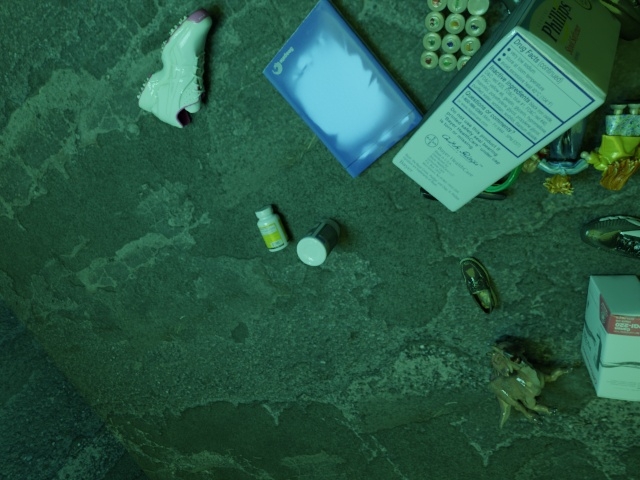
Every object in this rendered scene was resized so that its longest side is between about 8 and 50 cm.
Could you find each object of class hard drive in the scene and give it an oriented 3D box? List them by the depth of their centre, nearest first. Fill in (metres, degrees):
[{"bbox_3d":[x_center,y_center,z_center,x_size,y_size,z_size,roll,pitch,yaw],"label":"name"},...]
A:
[{"bbox_3d":[0.047,-0.324,0.898,0.210,0.040,0.319,-37,99,32],"label":"hard drive"}]

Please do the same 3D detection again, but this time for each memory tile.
[{"bbox_3d":[0.249,-0.389,0.764,0.113,0.012,0.148,18,144,20],"label":"memory tile"}]

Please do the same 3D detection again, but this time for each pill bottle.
[{"bbox_3d":[0.000,0.000,1.028,0.078,0.137,0.078,9,118,18],"label":"pill bottle"},{"bbox_3d":[-0.133,-0.034,1.106,0.065,0.065,0.117,-12,111,26],"label":"pill bottle"}]

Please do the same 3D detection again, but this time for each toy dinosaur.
[{"bbox_3d":[0.488,0.356,1.038,0.200,0.127,0.296,27,135,15],"label":"toy dinosaur"}]

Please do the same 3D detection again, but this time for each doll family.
[{"bbox_3d":[0.490,-0.168,0.758,0.262,0.118,0.163,4,115,22],"label":"doll family"}]

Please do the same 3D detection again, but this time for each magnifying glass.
[{"bbox_3d":[0.386,-0.188,0.784,0.231,0.026,0.092,-59,46,44],"label":"magnifying glass"}]

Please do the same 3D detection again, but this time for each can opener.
[{"bbox_3d":[0.315,-0.121,0.899,0.185,0.073,0.059,4,79,16],"label":"can opener"}]

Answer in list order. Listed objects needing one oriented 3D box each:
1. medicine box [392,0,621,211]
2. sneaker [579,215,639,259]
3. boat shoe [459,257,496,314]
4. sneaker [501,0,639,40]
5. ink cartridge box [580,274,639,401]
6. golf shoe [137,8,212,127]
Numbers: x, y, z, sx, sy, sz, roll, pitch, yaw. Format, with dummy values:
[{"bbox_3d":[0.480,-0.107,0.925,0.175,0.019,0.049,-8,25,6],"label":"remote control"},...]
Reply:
[{"bbox_3d":[0.294,-0.235,0.667,0.149,0.264,0.289,39,145,-3],"label":"medicine box"},{"bbox_3d":[0.647,0.012,0.798,0.234,0.106,0.078,14,119,14],"label":"sneaker"},{"bbox_3d":[0.386,0.112,0.986,0.056,0.049,0.152,-27,103,31],"label":"boat shoe"},{"bbox_3d":[0.401,-0.406,0.693,0.286,0.109,0.130,36,132,10],"label":"sneaker"},{"bbox_3d":[0.636,0.205,0.872,0.092,0.159,0.218,-2,115,21],"label":"ink cartridge box"},{"bbox_3d":[-0.319,-0.400,0.975,0.140,0.115,0.306,40,130,-14],"label":"golf shoe"}]
